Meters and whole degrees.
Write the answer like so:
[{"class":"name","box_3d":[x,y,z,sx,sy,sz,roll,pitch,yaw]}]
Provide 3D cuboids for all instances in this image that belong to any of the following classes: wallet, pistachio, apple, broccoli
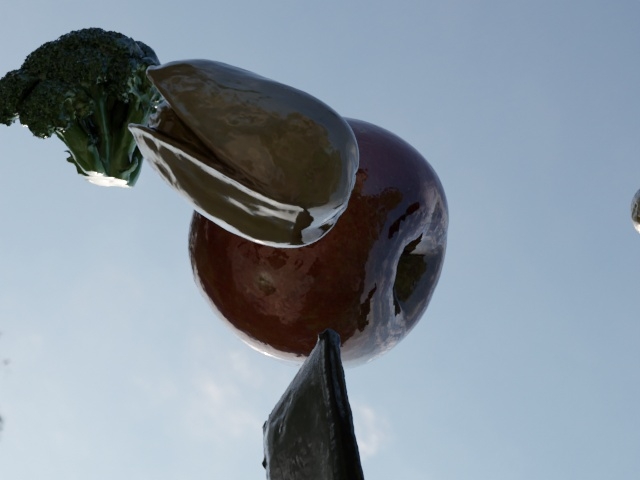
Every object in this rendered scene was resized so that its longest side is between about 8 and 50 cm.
[{"class":"wallet","box_3d":[-0.003,0.215,0.958,0.030,0.285,0.146,20,-58,-23]},{"class":"pistachio","box_3d":[-0.064,-0.072,0.908,0.206,0.131,0.129,27,-80,17]},{"class":"apple","box_3d":[0.000,0.000,1.478,0.277,0.348,0.348,18,-64,27]},{"class":"broccoli","box_3d":[-0.358,-0.205,1.756,0.265,0.295,0.245,-16,-103,38]}]

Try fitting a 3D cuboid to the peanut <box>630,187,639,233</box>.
[{"class":"peanut","box_3d":[0.436,-0.026,1.417,0.080,0.174,0.080,-2,-68,-5]}]
